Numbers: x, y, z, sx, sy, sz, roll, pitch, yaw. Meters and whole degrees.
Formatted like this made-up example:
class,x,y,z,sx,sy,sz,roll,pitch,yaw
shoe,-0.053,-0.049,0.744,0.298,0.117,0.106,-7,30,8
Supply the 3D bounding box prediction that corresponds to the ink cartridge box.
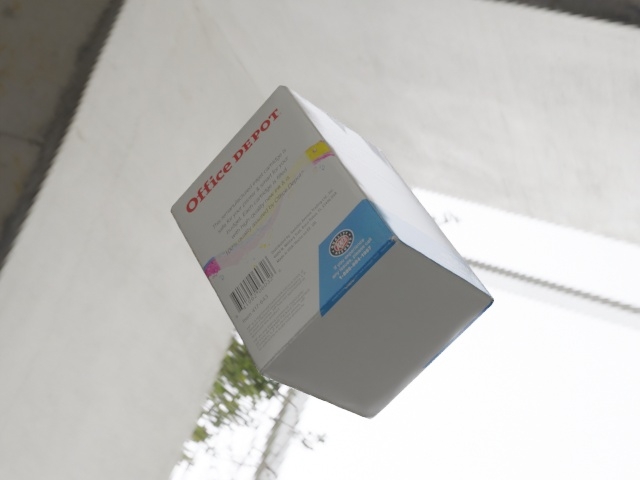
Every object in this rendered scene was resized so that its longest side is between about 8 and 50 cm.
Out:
class,x,y,z,sx,sy,sz,roll,pitch,yaw
ink cartridge box,0.000,0.000,0.651,0.092,0.090,0.143,-46,-133,15
